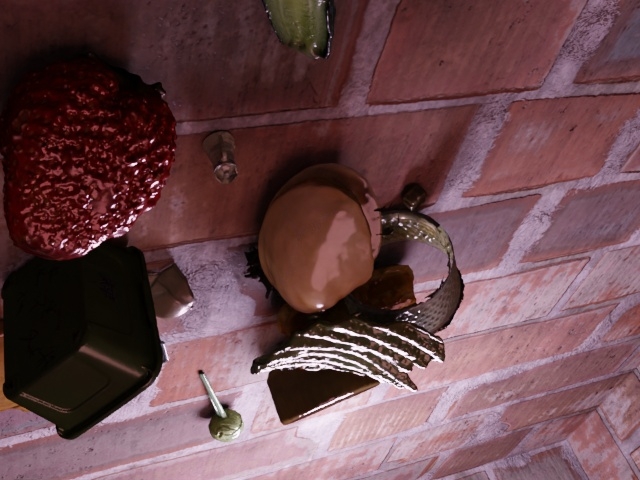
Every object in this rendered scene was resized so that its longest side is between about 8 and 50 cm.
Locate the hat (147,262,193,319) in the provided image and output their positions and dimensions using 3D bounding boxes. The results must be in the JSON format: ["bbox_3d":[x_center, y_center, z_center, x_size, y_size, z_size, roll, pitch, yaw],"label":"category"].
[{"bbox_3d":[-0.353,0.132,1.727,0.175,0.085,0.147,-11,146,-23],"label":"hat"}]

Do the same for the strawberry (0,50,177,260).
[{"bbox_3d":[-0.338,-0.119,1.234,0.261,0.257,0.261,-11,140,-9],"label":"strawberry"}]

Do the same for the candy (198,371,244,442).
[{"bbox_3d":[-0.278,0.437,2.251,0.092,0.093,0.335,-58,152,-32],"label":"candy"}]

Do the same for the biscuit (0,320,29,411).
[{"bbox_3d":[-0.648,0.282,1.778,0.312,0.057,0.351,10,134,-41],"label":"biscuit"}]

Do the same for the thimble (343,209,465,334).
[{"bbox_3d":[0.172,0.076,1.833,0.271,0.270,0.150,-24,146,-1],"label":"thimble"}]

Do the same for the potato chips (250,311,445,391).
[{"bbox_3d":[0.045,0.252,1.802,0.390,0.097,0.373,6,155,-15],"label":"potato chips"}]

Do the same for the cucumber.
[{"bbox_3d":[-0.024,-0.357,1.249,0.115,0.085,0.193,18,151,14],"label":"cucumber"}]

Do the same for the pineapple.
[{"bbox_3d":[-0.070,0.084,1.827,0.125,0.125,0.251,-38,141,19],"label":"pineapple"}]

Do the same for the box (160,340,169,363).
[{"bbox_3d":[-0.385,0.240,1.892,0.074,0.054,0.099,-15,147,-12],"label":"box"}]

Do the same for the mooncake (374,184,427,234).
[{"bbox_3d":[0.160,-0.071,1.674,0.347,0.057,0.150,-46,164,-55],"label":"mooncake"}]

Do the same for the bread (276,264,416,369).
[{"bbox_3d":[0.068,0.170,2.007,0.344,0.148,0.195,-18,141,-4],"label":"bread"}]

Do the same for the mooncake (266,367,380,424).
[{"bbox_3d":[0.005,0.354,2.181,0.285,0.155,0.284,-22,166,-6],"label":"mooncake"}]

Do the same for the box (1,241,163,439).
[{"bbox_3d":[-0.437,0.151,1.498,0.253,0.328,0.178,-38,134,16],"label":"box"}]

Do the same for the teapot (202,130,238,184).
[{"bbox_3d":[-0.168,-0.144,1.455,0.057,0.083,0.067,-11,148,-13],"label":"teapot"}]

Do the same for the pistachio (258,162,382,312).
[{"bbox_3d":[0.000,0.000,1.655,0.238,0.229,0.321,16,129,-3],"label":"pistachio"}]
